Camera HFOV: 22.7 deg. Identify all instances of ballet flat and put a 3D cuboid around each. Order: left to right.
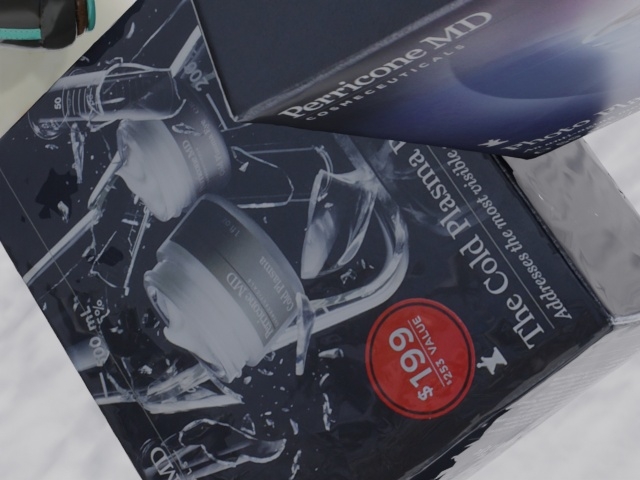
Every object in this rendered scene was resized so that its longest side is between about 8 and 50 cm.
[{"bbox_3d":[-0.229,-0.219,1.050,0.096,0.095,0.280,-14,42,-16],"label":"ballet flat"}]

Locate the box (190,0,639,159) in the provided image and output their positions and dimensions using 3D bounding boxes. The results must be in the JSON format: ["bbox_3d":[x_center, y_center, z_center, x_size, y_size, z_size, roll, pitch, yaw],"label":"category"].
[{"bbox_3d":[0.126,-0.172,0.698,0.296,0.183,0.294,-25,-14,29],"label":"box"}]

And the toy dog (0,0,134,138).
[{"bbox_3d":[-0.353,-0.220,1.409,0.395,0.407,0.285,-40,42,37],"label":"toy dog"}]

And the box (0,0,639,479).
[{"bbox_3d":[0.000,0.000,1.008,0.312,0.343,0.179,-41,-18,24],"label":"box"}]
